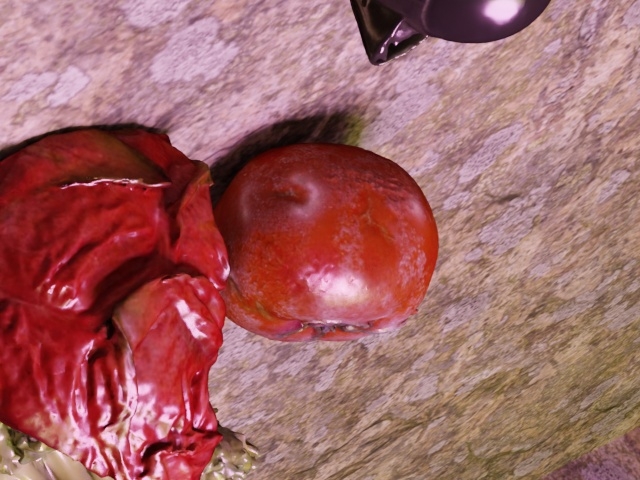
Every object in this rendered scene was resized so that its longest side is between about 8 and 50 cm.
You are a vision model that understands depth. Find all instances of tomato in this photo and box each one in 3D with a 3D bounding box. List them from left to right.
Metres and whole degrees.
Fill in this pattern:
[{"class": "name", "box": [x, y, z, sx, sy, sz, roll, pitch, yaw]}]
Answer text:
[{"class": "tomato", "box": [-0.002, 0.001, 1.853, 0.232, 0.188, 0.232, -1, 166, 0]}]

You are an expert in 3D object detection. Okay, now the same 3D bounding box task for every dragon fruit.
[{"class": "dragon fruit", "box": [-0.186, 0.075, 1.663, 0.302, 0.330, 0.240, -33, 180, -9]}]

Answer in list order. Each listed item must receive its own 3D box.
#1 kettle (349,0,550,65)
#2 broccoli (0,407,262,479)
[{"class": "kettle", "box": [0.085, -0.260, 1.324, 0.251, 0.271, 0.207, -27, 157, -13]}, {"class": "broccoli", "box": [-0.238, 0.224, 1.893, 0.277, 0.317, 0.338, -40, -177, 4]}]
